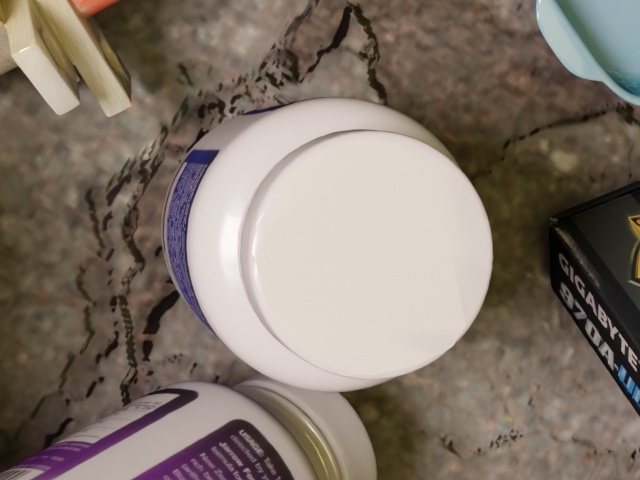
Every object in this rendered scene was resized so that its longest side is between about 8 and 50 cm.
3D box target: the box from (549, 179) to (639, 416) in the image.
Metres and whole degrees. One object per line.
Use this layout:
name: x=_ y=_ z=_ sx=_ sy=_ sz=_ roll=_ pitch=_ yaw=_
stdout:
box: x=0.222 y=0.046 z=0.626 sx=0.175 sy=0.220 sz=0.051 roll=-21 pitch=138 yaw=-8

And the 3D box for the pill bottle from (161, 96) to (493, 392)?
pill bottle: x=0.000 y=0.000 z=0.583 sx=0.112 sy=0.186 sz=0.112 roll=-1 pitch=94 yaw=-10

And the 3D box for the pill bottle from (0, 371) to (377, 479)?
pill bottle: x=-0.065 y=0.119 z=0.580 sx=0.193 sy=0.108 sz=0.108 roll=-26 pitch=100 yaw=-48

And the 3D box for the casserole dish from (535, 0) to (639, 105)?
casserole dish: x=0.174 y=-0.142 z=0.685 sx=0.188 sy=0.037 sz=0.114 roll=-37 pitch=99 yaw=-7

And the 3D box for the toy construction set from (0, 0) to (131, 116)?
toy construction set: x=-0.235 y=-0.059 z=0.552 sx=0.327 sy=0.151 sz=0.215 roll=-30 pitch=98 yaw=-8
